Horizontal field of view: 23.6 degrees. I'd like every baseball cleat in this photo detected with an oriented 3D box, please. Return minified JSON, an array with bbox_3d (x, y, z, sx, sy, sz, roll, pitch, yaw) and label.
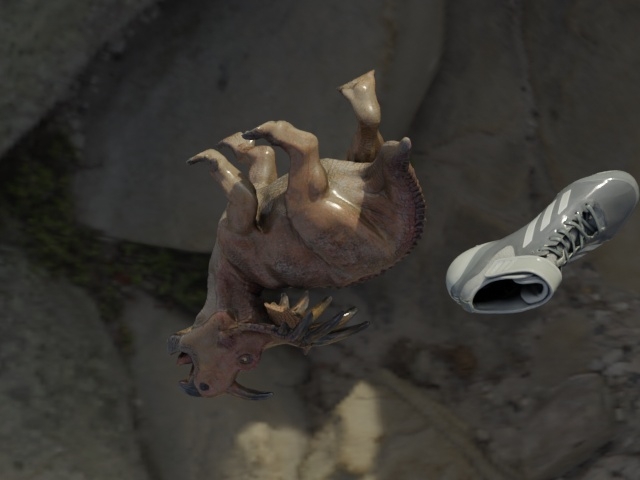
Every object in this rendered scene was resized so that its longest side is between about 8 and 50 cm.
[{"bbox_3d":[0.217,0.011,1.402,0.206,0.109,0.072,-33,114,-2],"label":"baseball cleat"}]

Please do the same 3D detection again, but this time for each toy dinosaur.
[{"bbox_3d":[0.000,0.000,1.160,0.296,0.127,0.200,-21,97,40],"label":"toy dinosaur"}]
